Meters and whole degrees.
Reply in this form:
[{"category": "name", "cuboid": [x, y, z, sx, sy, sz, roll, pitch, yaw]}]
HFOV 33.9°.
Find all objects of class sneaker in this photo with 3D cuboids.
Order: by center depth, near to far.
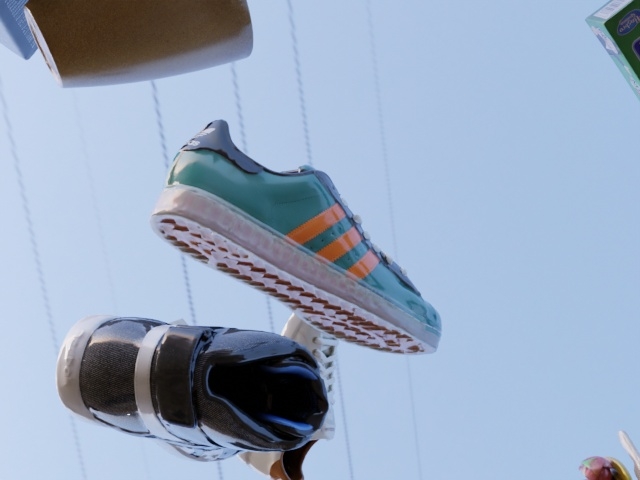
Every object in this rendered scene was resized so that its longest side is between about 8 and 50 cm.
[{"category": "sneaker", "cuboid": [-0.039, 0.094, 0.601, 0.121, 0.217, 0.079, 4, -100, 27]}, {"category": "sneaker", "cuboid": [0.000, 0.000, 0.938, 0.302, 0.121, 0.108, 32, -26, -25]}, {"category": "sneaker", "cuboid": [-0.007, 0.207, 1.469, 0.123, 0.106, 0.290, 26, -82, 35]}]

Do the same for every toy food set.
[{"category": "toy food set", "cuboid": [0.339, 0.341, 1.322, 0.071, 0.128, 0.217, 1, -50, -14]}]

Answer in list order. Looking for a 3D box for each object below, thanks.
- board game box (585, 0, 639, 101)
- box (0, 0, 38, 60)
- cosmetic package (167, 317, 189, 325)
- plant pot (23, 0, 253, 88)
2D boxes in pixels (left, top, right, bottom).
[{"category": "board game box", "cuboid": [0.432, -0.216, 0.964, 0.317, 0.046, 0.213, -38, -71, 5]}, {"category": "box", "cuboid": [-0.500, -0.471, 1.459, 0.294, 0.395, 0.212, 35, -99, 2]}, {"category": "cosmetic package", "cuboid": [-0.251, 0.166, 1.601, 0.041, 0.115, 0.060, 44, -47, 28]}, {"category": "plant pot", "cuboid": [-0.257, -0.308, 1.416, 0.254, 0.237, 0.237, -27, -80, -14]}]
